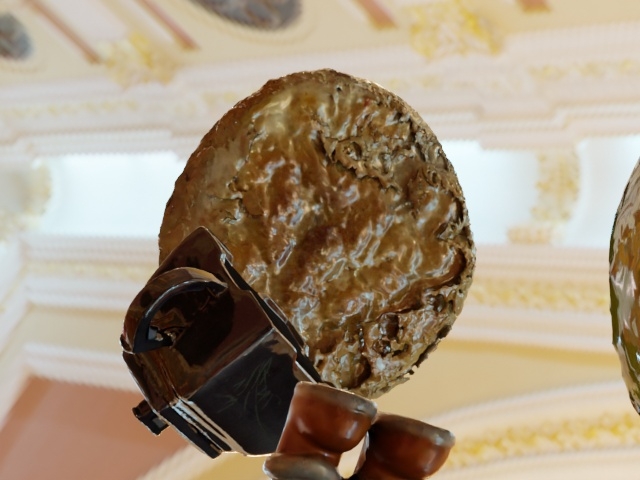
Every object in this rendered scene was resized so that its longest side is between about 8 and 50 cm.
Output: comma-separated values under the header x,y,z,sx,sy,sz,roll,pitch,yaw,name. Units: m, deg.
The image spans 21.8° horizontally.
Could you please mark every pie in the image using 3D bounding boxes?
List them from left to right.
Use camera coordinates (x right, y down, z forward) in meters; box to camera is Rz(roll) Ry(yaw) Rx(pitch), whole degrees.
x,y,z,sx,sy,sz,roll,pitch,yaw,name
0.000,0.000,1.304,0.274,0.274,0.055,-59,-162,-18,pie

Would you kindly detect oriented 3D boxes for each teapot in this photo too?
x,y,z,sx,sy,sz,roll,pitch,yaw,name
-0.059,0.072,0.915,0.096,0.177,0.087,-37,-127,1,teapot

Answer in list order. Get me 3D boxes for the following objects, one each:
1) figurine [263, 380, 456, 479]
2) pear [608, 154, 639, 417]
x,y,z,sx,sy,sz,roll,pitch,yaw,name
-0.027,0.181,0.546,0.143,0.143,0.271,31,-81,57,figurine
0.211,0.033,0.438,0.238,0.255,0.164,-5,-128,30,pear
